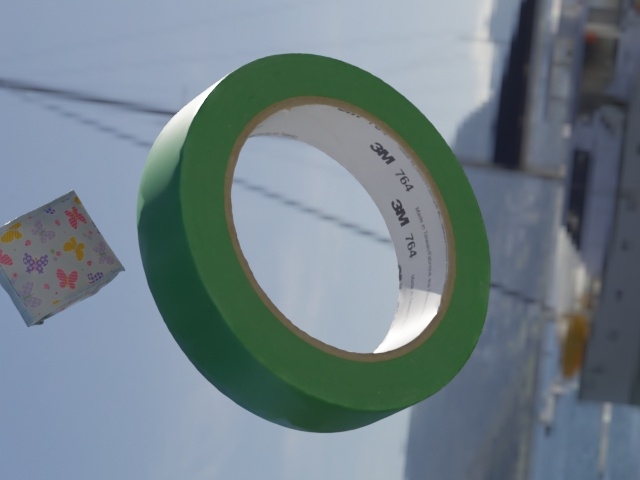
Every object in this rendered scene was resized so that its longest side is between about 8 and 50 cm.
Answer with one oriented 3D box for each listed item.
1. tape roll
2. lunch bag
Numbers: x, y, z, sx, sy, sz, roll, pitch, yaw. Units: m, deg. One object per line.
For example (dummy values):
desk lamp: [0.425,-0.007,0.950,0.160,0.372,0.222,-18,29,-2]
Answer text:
tape roll: [0.000,0.000,1.563,0.077,0.321,0.321,-32,40,49]
lunch bag: [-0.188,0.015,1.247,0.053,0.071,0.083,-36,-2,41]
